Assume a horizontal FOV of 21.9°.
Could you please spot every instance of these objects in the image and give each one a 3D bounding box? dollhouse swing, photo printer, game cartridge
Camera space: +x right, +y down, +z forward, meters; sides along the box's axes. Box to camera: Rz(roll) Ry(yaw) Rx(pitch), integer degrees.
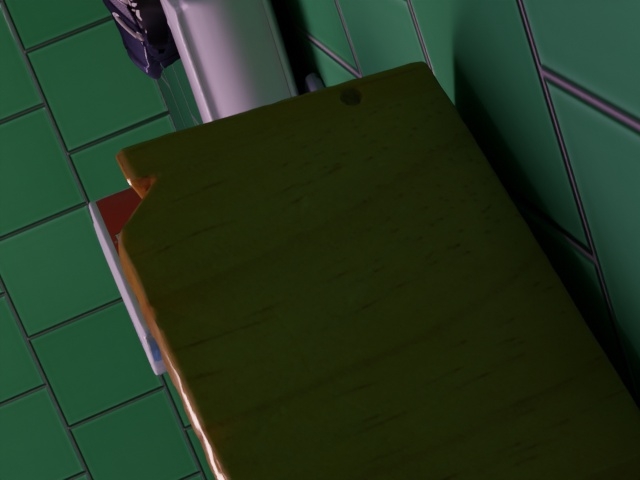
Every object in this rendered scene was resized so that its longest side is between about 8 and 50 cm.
[{"bbox_3d":[0.051,0.118,1.118,0.305,0.315,0.347,97,150,-55],"label":"dollhouse swing"},{"bbox_3d":[-0.089,-0.187,1.741,0.256,0.107,0.307,-112,3,-52],"label":"photo printer"},{"bbox_3d":[0.001,-0.132,1.678,0.056,0.017,0.083,62,172,13],"label":"game cartridge"}]

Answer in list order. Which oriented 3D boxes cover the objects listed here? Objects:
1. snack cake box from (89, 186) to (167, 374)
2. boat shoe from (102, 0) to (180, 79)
[{"bbox_3d":[-0.057,-0.003,1.497,0.089,0.264,0.152,86,161,-61],"label":"snack cake box"},{"bbox_3d":[-0.245,-0.335,2.037,0.340,0.127,0.158,-120,16,-45],"label":"boat shoe"}]
